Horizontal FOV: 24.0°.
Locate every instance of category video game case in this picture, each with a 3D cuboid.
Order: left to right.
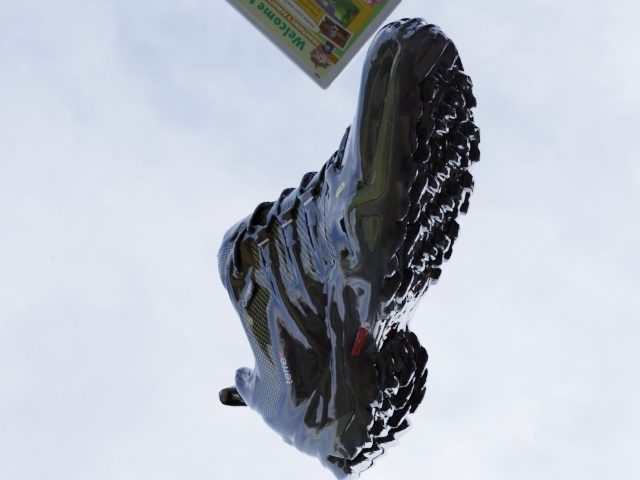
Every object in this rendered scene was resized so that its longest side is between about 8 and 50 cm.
[{"bbox_3d":[-0.018,-0.241,1.062,0.212,0.023,0.193,42,-54,-1],"label":"video game case"}]

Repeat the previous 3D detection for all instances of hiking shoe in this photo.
[{"bbox_3d":[0.000,0.000,0.706,0.114,0.086,0.227,21,-68,25],"label":"hiking shoe"}]
